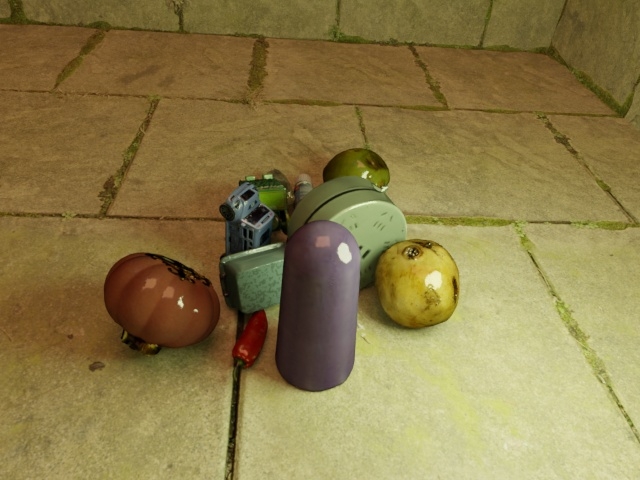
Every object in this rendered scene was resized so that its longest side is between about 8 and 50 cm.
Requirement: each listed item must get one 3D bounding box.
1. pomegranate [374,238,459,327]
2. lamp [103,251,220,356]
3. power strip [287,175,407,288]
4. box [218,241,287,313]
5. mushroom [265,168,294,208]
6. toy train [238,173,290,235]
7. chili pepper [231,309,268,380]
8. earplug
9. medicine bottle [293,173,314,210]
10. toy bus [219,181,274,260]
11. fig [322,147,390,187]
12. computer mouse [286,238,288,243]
[{"bbox_3d":[0.276,0.122,1.474,0.260,0.261,0.260,3,39,-3],"label":"pomegranate"},{"bbox_3d":[-0.414,0.169,1.329,0.305,0.305,0.240,29,89,26],"label":"lamp"},{"bbox_3d":[0.087,-0.022,1.536,0.357,0.358,0.161,-12,40,-21],"label":"power strip"},{"bbox_3d":[-0.168,0.108,1.483,0.226,0.162,0.130,-15,21,-24],"label":"box"},{"bbox_3d":[-0.147,-0.189,1.919,0.092,0.081,0.223,22,21,-34],"label":"mushroom"},{"bbox_3d":[-0.188,-0.114,1.721,0.159,0.188,0.271,-7,16,-14],"label":"toy train"},{"bbox_3d":[-0.185,0.266,1.384,0.071,0.063,0.272,21,37,-1],"label":"chili pepper"},{"bbox_3d":[-0.004,0.149,1.236,0.215,0.456,0.215,2,41,-2],"label":"earplug"},{"bbox_3d":[-0.060,-0.169,1.917,0.083,0.084,0.203,2,38,-4],"label":"medicine bottle"},{"bbox_3d":[-0.217,-0.023,1.551,0.133,0.292,0.125,22,41,16],"label":"toy bus"},{"bbox_3d":[0.116,-0.229,1.903,0.271,0.240,0.239,17,38,35],"label":"fig"},{"bbox_3d":[0.000,-0.003,1.728,0.231,0.071,0.126,-2,39,-10],"label":"computer mouse"}]
